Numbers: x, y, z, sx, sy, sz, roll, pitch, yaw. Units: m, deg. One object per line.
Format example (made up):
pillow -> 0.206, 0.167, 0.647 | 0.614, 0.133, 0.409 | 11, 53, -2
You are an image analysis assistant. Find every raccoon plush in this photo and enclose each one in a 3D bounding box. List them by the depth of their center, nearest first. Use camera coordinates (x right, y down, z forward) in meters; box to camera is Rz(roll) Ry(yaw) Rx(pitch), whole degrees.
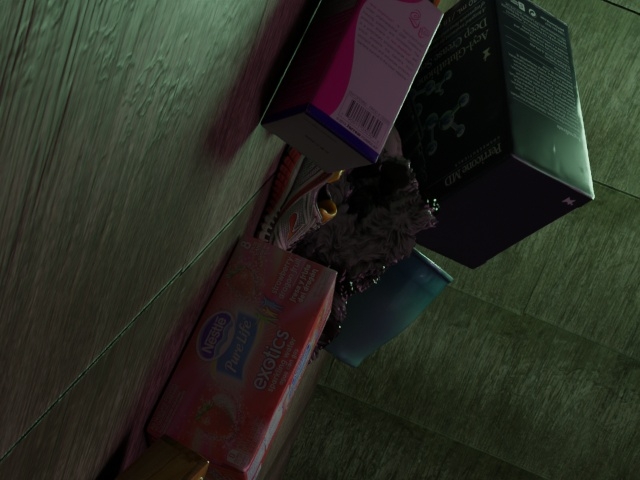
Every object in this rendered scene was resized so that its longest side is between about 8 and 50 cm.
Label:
raccoon plush -> 0.000, 0.000, 2.106 | 0.446, 0.216, 0.299 | -48, -177, -3

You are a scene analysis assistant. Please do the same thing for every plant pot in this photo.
plant pot -> 0.071, 0.094, 2.543 | 0.255, 0.272, 0.271 | -53, 174, 0

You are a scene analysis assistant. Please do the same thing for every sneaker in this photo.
sneaker -> -0.032, -0.030, 1.869 | 0.088, 0.093, 0.225 | -57, 169, -59

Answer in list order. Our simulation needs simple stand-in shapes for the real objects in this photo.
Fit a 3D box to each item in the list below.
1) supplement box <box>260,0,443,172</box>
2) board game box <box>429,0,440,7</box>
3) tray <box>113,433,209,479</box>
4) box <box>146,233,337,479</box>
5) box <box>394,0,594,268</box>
supplement box -> 0.039, -0.205, 1.577 | 0.114, 0.111, 0.220 | -8, -128, 58
board game box -> 0.167, -0.434, 2.272 | 0.242, 0.064, 0.316 | 101, 13, -64
tray -> -0.255, 0.445, 1.581 | 0.203, 0.076, 0.410 | -40, 155, -53
box -> -0.100, 0.166, 1.745 | 0.154, 0.142, 0.300 | 99, 15, -67
box -> 0.284, -0.202, 2.337 | 0.293, 0.212, 0.395 | -34, -135, 40
